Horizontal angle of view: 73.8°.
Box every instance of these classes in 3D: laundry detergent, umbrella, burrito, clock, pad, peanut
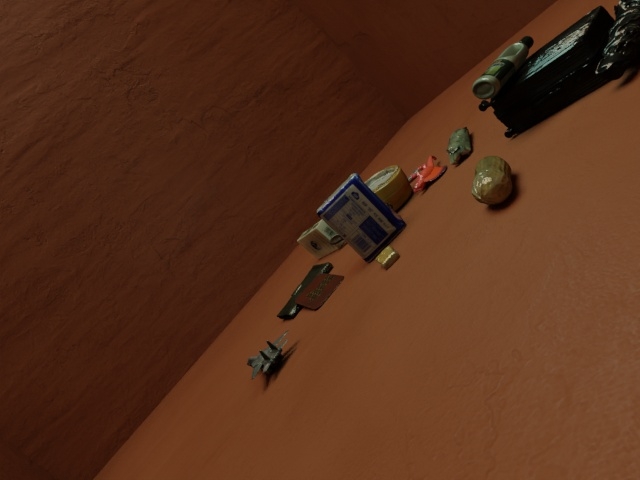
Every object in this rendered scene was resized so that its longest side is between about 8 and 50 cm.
[{"bbox_3d":[0.546,-0.514,1.248,0.225,0.070,0.099,-46,2,-9],"label":"laundry detergent"},{"bbox_3d":[0.773,-0.516,1.013,0.154,0.128,0.336,-6,51,54],"label":"umbrella"},{"bbox_3d":[0.544,-0.382,1.681,0.096,0.066,0.309,-35,13,33],"label":"burrito"},{"bbox_3d":[0.252,-0.193,1.867,0.317,0.200,0.244,-27,23,43],"label":"clock"},{"bbox_3d":[-0.009,0.203,1.753,0.181,0.004,0.267,-48,16,-17],"label":"pad"},{"bbox_3d":[0.433,-0.153,1.076,0.214,0.090,0.098,-55,-18,-52],"label":"peanut"}]

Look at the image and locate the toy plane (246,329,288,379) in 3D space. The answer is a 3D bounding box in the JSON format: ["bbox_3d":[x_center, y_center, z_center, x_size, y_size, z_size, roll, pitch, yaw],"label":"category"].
[{"bbox_3d":[-0.205,0.434,1.528,0.212,0.088,0.267,-51,1,-37],"label":"toy plane"}]

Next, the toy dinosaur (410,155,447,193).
[{"bbox_3d":[0.461,-0.291,1.729,0.139,0.070,0.286,-19,23,51],"label":"toy dinosaur"}]

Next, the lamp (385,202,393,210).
[{"bbox_3d":[0.213,-0.074,1.761,0.250,0.101,0.101,-42,9,47],"label":"lamp"}]

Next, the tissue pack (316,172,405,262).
[{"bbox_3d":[0.144,-0.085,1.562,0.209,0.270,0.137,-47,9,3],"label":"tissue pack"}]

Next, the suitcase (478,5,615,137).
[{"bbox_3d":[0.664,-0.479,1.230,0.229,0.152,0.335,-52,10,-29],"label":"suitcase"}]

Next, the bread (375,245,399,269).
[{"bbox_3d":[0.216,0.054,1.366,0.070,0.035,0.083,-47,15,2],"label":"bread"}]

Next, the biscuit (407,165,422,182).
[{"bbox_3d":[0.380,-0.250,2.020,0.292,0.026,0.048,-44,13,23],"label":"biscuit"}]

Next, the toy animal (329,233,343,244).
[{"bbox_3d":[0.150,-0.061,2.095,0.138,0.108,0.236,14,-75,-58],"label":"toy animal"}]

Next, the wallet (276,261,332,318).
[{"bbox_3d":[-0.070,0.229,1.942,0.317,0.044,0.169,-52,14,-26],"label":"wallet"}]

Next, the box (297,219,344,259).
[{"bbox_3d":[0.000,0.000,2.256,0.069,0.164,0.256,-54,11,-28],"label":"box"}]
